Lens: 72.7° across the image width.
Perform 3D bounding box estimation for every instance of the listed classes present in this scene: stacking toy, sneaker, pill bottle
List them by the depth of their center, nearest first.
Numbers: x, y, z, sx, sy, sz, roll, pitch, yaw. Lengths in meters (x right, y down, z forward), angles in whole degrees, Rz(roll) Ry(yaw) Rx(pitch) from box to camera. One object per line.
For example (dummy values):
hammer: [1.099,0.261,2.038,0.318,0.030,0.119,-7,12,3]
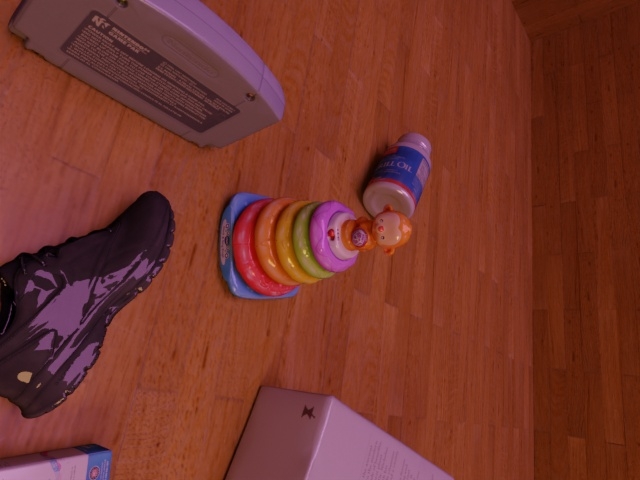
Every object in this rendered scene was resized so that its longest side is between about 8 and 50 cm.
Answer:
sneaker: [-0.271,0.040,0.489,0.130,0.109,0.287,44,51,-28]
stacking toy: [0.000,0.000,0.653,0.165,0.301,0.176,9,78,-48]
pill bottle: [0.192,-0.156,1.039,0.124,0.124,0.222,53,48,-30]

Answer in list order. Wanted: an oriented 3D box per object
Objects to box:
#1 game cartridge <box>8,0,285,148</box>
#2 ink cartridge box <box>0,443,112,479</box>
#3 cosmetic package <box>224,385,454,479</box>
game cartridge: [-0.194,-0.221,0.544,0.294,0.195,0.060,27,65,-45]
ink cartridge box: [-0.296,0.273,0.458,0.122,0.052,0.089,16,72,-48]
cosmetic package: [0.052,0.452,0.752,0.453,0.161,0.230,46,52,-35]
